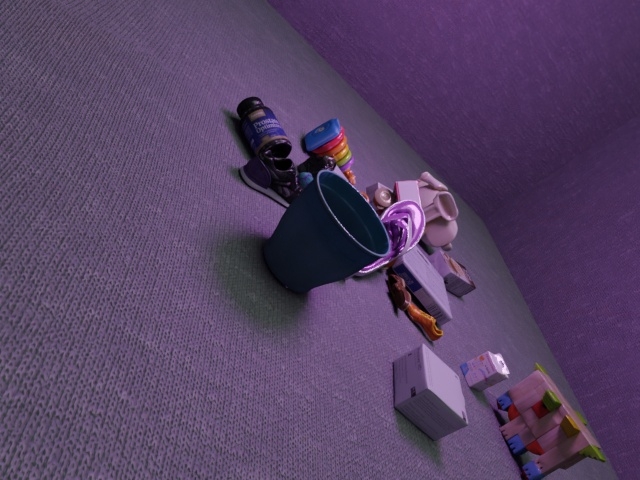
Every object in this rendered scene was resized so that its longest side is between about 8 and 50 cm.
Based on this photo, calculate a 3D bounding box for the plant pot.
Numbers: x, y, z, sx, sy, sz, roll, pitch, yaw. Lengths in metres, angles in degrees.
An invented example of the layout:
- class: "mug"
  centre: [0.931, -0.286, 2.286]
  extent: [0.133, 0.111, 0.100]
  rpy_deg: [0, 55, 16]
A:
- class: "plant pot"
  centre: [0.000, 0.000, 1.246]
  extent: [0.272, 0.255, 0.271]
  rpy_deg: [38, 27, -24]

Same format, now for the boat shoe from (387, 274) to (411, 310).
- class: "boat shoe"
  centre: [0.276, 0.185, 1.699]
  extent: [0.060, 0.064, 0.178]
  rpy_deg: [35, 23, -22]

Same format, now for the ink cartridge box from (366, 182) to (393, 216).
- class: "ink cartridge box"
  centre: [0.266, -0.146, 2.046]
  extent: [0.128, 0.072, 0.174]
  rpy_deg: [21, 58, -42]

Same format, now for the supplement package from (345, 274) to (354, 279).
- class: "supplement package"
  centre: [0.064, 0.017, 1.509]
  extent: [0.105, 0.105, 0.179]
  rpy_deg: [25, 35, -42]

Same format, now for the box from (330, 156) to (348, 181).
- class: "box"
  centre: [0.029, -0.256, 1.863]
  extent: [0.126, 0.072, 0.137]
  rpy_deg: [54, 24, 5]

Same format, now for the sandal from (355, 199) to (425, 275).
- class: "sandal"
  centre: [0.250, -0.014, 1.644]
  extent: [0.169, 0.102, 0.416]
  rpy_deg: [49, 59, 1]

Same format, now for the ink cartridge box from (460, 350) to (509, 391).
- class: "ink cartridge box"
  centre: [0.618, 0.484, 1.767]
  extent: [0.090, 0.143, 0.092]
  rpy_deg: [31, 31, -38]

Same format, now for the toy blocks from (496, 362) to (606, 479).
- class: "toy blocks"
  centre: [0.767, 0.660, 1.675]
  extent: [0.191, 0.261, 0.381]
  rpy_deg: [30, 25, -35]

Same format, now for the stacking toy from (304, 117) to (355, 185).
- class: "stacking toy"
  centre: [0.076, -0.352, 2.021]
  extent: [0.301, 0.166, 0.175]
  rpy_deg: [55, 16, -30]

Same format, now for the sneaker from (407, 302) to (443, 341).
- class: "sneaker"
  centre: [0.379, 0.286, 1.724]
  extent: [0.175, 0.067, 0.064]
  rpy_deg: [47, 27, -5]

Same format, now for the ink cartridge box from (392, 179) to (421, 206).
- class: "ink cartridge box"
  centre: [0.340, -0.127, 1.901]
  extent: [0.218, 0.093, 0.158]
  rpy_deg: [87, -2, -74]

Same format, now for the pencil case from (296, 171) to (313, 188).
- class: "pencil case"
  centre: [-0.033, -0.165, 1.643]
  extent: [0.070, 0.065, 0.151]
  rpy_deg: [90, -22, -63]

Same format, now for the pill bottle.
- class: "pill bottle"
  centre: [-0.194, -0.368, 1.578]
  extent: [0.123, 0.123, 0.219]
  rpy_deg: [5, 51, -58]

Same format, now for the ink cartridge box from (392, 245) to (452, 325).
- class: "ink cartridge box"
  centre: [0.410, 0.141, 1.959]
  extent: [0.324, 0.071, 0.330]
  rpy_deg: [48, 20, -14]

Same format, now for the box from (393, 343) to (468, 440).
- class: "box"
  centre: [0.309, 0.429, 1.347]
  extent: [0.182, 0.119, 0.181]
  rpy_deg: [44, 25, -16]

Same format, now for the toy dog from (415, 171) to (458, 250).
- class: "toy dog"
  centre: [0.569, -0.174, 2.430]
  extent: [0.395, 0.285, 0.407]
  rpy_deg: [41, 25, -23]

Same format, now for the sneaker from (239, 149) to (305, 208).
- class: "sneaker"
  centre: [-0.105, -0.187, 1.478]
  extent: [0.283, 0.124, 0.107]
  rpy_deg: [21, 38, -48]

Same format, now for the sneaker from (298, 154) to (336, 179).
- class: "sneaker"
  centre: [0.012, -0.224, 1.727]
  extent: [0.087, 0.130, 0.227]
  rpy_deg: [13, 47, -51]

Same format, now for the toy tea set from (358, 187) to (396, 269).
- class: "toy tea set"
  centre: [0.192, -0.044, 1.814]
  extent: [0.200, 0.124, 0.335]
  rpy_deg: [3, 65, -16]

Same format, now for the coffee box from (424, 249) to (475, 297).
- class: "coffee box"
  centre: [0.621, 0.161, 2.267]
  extent: [0.247, 0.098, 0.141]
  rpy_deg: [28, 34, -40]
